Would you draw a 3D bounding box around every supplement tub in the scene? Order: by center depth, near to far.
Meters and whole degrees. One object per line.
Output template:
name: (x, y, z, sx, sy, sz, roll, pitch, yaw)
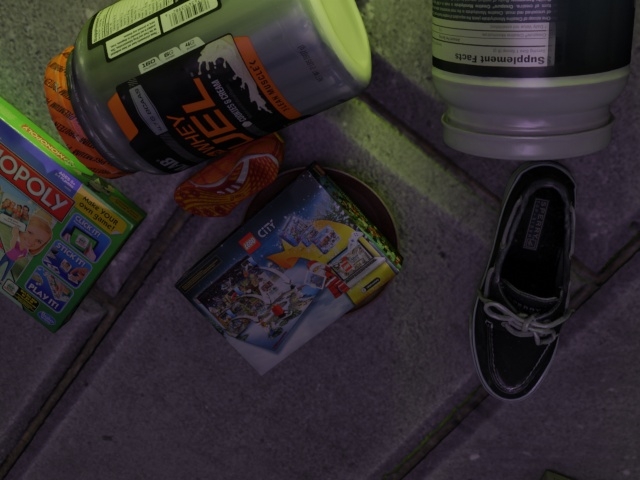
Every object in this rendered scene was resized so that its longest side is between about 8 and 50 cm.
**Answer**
supplement tub: (0.203, -0.230, 0.798, 0.191, 0.191, 0.272, 2, 111, 12)
supplement tub: (-0.120, -0.190, 0.884, 0.316, 0.193, 0.193, -20, 105, 20)

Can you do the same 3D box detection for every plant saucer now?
plant saucer: (0.000, 0.000, 1.017, 0.198, 0.036, 0.198, 4, 112, 10)

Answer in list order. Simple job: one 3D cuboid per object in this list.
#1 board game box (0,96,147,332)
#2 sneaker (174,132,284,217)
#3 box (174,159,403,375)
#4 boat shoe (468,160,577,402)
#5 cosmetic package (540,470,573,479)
board game box: (-0.412, -0.054, 1.081, 0.317, 0.046, 0.213, 39, 115, -4)
sneaker: (-0.107, -0.077, 1.004, 0.175, 0.067, 0.064, -20, 126, 34)
box: (-0.040, 0.038, 0.997, 0.233, 0.044, 0.159, -39, 99, 23)
boat shoe: (0.238, 0.065, 0.953, 0.113, 0.105, 0.306, 14, 113, 7)
cosmetic package: (0.408, 0.423, 1.029, 0.309, 0.160, 0.113, 21, 115, 5)
